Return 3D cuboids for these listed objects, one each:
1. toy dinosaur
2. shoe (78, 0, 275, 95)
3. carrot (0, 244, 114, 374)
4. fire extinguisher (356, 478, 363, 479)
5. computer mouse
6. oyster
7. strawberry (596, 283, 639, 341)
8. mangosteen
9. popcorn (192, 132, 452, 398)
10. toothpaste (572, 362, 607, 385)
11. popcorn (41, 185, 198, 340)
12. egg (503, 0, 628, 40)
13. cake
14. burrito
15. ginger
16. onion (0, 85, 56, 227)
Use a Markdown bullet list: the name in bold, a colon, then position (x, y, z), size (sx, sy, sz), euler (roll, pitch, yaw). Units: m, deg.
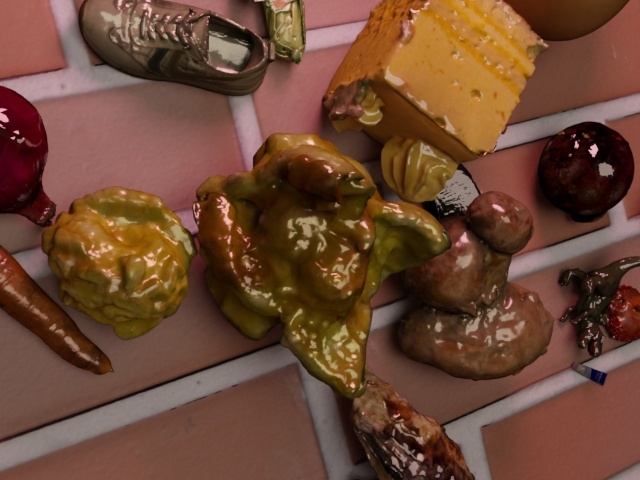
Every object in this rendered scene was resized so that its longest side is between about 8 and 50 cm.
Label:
- **toy dinosaur**: position (0.514, 0.110, 1.450), size (0.178, 0.087, 0.187), euler (9, 102, -23)
- **shoe**: position (-0.191, -0.277, 1.120), size (0.274, 0.098, 0.103), euler (8, 80, -24)
- **carrot**: position (-0.360, 0.092, 1.039), size (0.248, 0.059, 0.059), euler (49, 69, -18)
- **fire extinguisher**: position (0.183, 0.459, 1.250), size (0.376, 0.113, 0.200), euler (26, 76, -22)
- **computer mouse**: position (0.222, -0.049, 1.329), size (0.099, 0.057, 0.172), euler (-22, 95, -9)
- **oyster**: position (0.148, 0.316, 1.214), size (0.100, 0.275, 0.271), euler (-36, 140, 16)
- **strawberry**: position (0.570, 0.136, 1.495), size (0.152, 0.048, 0.104), euler (18, 83, -21)
- **mangosteen**: position (0.460, -0.110, 1.397), size (0.172, 0.172, 0.184), euler (-47, 126, -21)
- **popcorn**: position (0.002, 0.008, 1.097), size (0.325, 0.290, 0.321), euler (-14, 111, -3)
- **toothpaste**: position (0.486, 0.238, 1.467), size (0.083, 0.015, 0.024), euler (26, 84, -27)
- **popcorn**: position (-0.255, 0.027, 1.037), size (0.197, 0.155, 0.198), euler (18, 48, -20)
- **egg**: position (0.382, -0.510, 1.298), size (0.301, 0.301, 0.374), euler (4, 90, -26)
- **cake**: position (0.151, -0.222, 1.212), size (0.227, 0.222, 0.286), euler (36, 74, -19)
- **burrito**: position (-0.077, -0.402, 1.204), size (0.104, 0.054, 0.288), euler (-9, 91, -26)
- **ginger**: position (0.229, 0.072, 1.243), size (0.244, 0.155, 0.304), euler (-9, 119, 7)
- **onion**: position (-0.392, -0.091, 0.989), size (0.198, 0.135, 0.173), euler (42, 74, -20)
